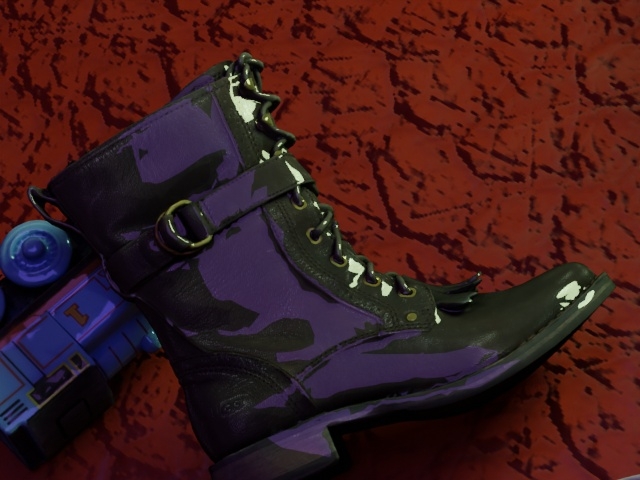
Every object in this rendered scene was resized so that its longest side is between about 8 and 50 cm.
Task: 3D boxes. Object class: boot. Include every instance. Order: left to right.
[{"bbox_3d":[0.000,0.000,0.893,0.263,0.091,0.229,-25,77,-7],"label":"boot"}]

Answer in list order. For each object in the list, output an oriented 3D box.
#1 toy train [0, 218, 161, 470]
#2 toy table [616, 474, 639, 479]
[{"bbox_3d":[-0.138,0.039,0.951,0.184,0.080,0.105,-41,70,-17],"label":"toy train"},{"bbox_3d":[0.220,0.192,0.689,0.274,0.161,0.252,24,96,44],"label":"toy table"}]
